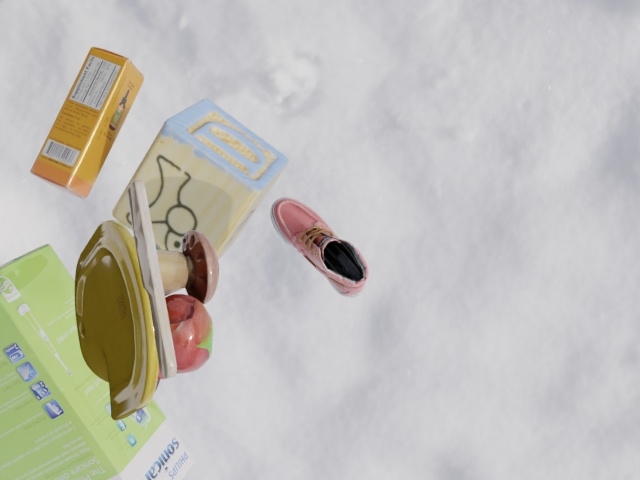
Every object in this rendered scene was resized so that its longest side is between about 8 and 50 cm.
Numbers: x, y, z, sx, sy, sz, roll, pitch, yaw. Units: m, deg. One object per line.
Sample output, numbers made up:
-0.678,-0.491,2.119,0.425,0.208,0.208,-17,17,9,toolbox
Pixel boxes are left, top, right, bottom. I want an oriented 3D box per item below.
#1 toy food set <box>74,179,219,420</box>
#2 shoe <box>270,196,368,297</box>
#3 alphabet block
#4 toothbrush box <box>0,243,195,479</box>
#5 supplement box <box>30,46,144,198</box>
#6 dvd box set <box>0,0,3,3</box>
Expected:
-0.111,0.048,0.550,0.218,0.071,0.128,-33,68,57,toy food set
0.000,0.000,1.088,0.063,0.081,0.178,-40,82,-13,shoe
-0.197,-0.091,1.336,0.192,0.193,0.197,37,115,-1,alphabet block
-0.300,0.181,0.812,0.206,0.122,0.283,-31,96,19,toothbrush box
-0.376,-0.191,1.294,0.080,0.078,0.233,24,82,11,supplement box
-0.365,-0.418,1.036,0.420,0.307,0.062,-23,119,41,dvd box set
